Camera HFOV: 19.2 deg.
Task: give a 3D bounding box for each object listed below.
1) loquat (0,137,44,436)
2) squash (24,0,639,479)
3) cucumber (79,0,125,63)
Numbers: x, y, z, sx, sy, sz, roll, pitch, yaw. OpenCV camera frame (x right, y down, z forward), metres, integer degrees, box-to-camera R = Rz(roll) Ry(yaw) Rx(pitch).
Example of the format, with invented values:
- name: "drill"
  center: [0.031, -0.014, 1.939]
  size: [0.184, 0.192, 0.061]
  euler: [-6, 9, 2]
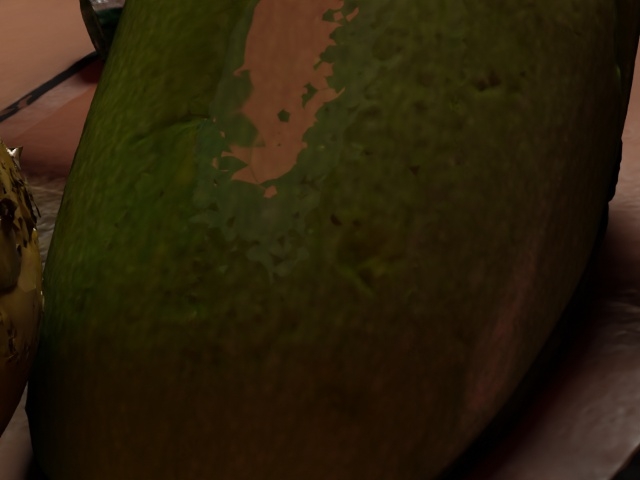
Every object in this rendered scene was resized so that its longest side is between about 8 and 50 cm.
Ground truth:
- name: "loquat"
  center: [-0.220, 0.020, 0.734]
  size: [0.235, 0.235, 0.235]
  euler: [-8, 29, 5]
- name: "squash"
  center: [0.000, 0.000, 0.821]
  size: [0.233, 0.210, 0.309]
  euler: [7, 75, 17]
- name: "cucumber"
  center: [-0.093, -0.141, 1.163]
  size: [0.105, 0.048, 0.048]
  euler: [-13, 29, -6]
